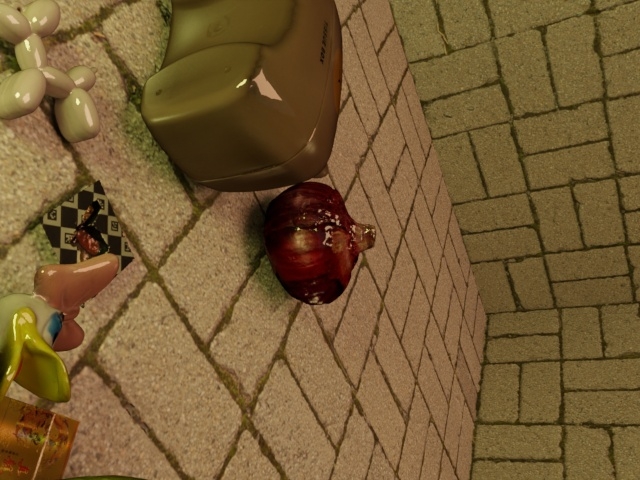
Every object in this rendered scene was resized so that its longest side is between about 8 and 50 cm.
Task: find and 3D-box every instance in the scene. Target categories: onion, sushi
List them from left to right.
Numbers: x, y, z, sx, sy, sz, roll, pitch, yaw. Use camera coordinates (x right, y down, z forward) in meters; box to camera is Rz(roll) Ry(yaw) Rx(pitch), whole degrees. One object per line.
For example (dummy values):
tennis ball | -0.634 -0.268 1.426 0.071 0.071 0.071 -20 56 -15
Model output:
sushi | -0.303 0.003 0.752 0.120 0.026 0.125 -58 138 -56
onion | 0.000 0.000 1.144 0.252 0.219 0.251 -4 90 -72

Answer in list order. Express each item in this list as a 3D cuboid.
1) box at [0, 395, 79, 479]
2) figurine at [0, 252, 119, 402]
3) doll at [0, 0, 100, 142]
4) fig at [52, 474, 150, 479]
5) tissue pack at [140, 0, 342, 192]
box | -0.333 0.216 0.627 0.156 0.022 0.088 49 41 -47
figurine | -0.353 0.105 0.482 0.421 0.154 0.193 1 42 -52
doll | -0.336 -0.213 0.711 0.161 0.059 0.159 20 65 -60
fig | -0.225 0.346 0.555 0.326 0.258 0.258 46 41 -30
tissue pack | -0.103 -0.268 0.959 0.277 0.268 0.386 49 39 -51
